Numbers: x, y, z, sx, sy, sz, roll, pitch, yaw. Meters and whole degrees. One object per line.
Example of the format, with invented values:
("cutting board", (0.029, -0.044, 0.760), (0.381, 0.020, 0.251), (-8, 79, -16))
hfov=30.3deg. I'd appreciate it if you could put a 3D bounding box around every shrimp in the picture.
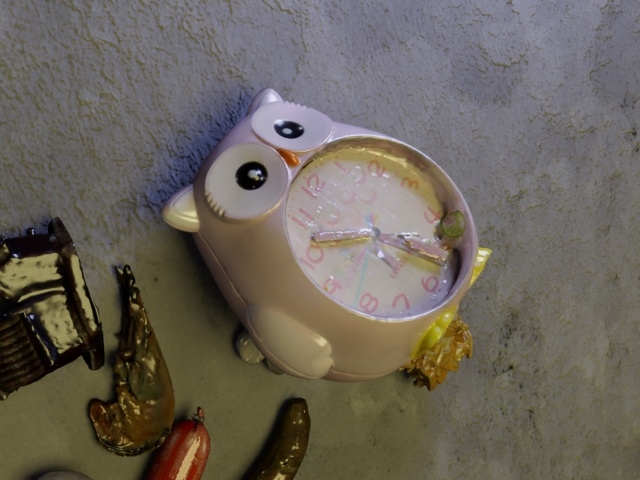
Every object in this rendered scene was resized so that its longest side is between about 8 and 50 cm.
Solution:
("shrimp", (-0.255, 0.167, 1.559), (0.117, 0.066, 0.262), (-23, 110, -33))

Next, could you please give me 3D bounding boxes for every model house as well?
("model house", (-0.358, 0.084, 1.435), (0.164, 0.141, 0.203), (-18, 91, -22))

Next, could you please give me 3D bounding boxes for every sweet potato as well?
("sweet potato", (-0.080, 0.357, 1.733), (0.075, 0.075, 0.273), (45, 69, -35))

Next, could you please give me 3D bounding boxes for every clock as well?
("clock", (0.000, 0.000, 1.584), (0.377, 0.250, 0.368), (37, 60, -2))

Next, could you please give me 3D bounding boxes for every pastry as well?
("pastry", (0.145, 0.130, 1.827), (0.154, 0.102, 0.250), (-58, 139, -10))

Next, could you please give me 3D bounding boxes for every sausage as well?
("sausage", (-0.214, 0.358, 1.621), (0.074, 0.074, 0.274), (30, 79, -38))

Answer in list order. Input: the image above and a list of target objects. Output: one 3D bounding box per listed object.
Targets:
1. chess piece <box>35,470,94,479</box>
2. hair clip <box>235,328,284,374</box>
("chess piece", (-0.323, 0.425, 1.520), (0.143, 0.143, 0.260), (-4, 94, -38))
("hair clip", (-0.018, 0.093, 1.736), (0.257, 0.075, 0.146), (-44, 125, -31))
